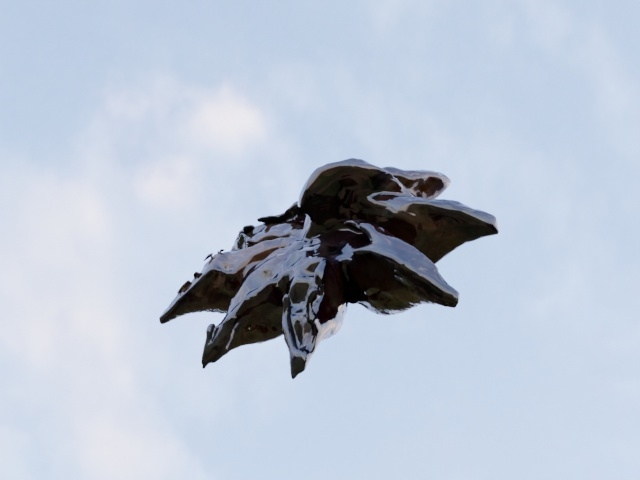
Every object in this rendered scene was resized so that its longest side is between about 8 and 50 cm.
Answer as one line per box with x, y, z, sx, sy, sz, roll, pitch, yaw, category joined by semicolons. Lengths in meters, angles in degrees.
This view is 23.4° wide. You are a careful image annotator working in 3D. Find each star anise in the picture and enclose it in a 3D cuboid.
0.000;0.000;1.127;0.272;0.272;0.102;-12;-68;21;star anise
